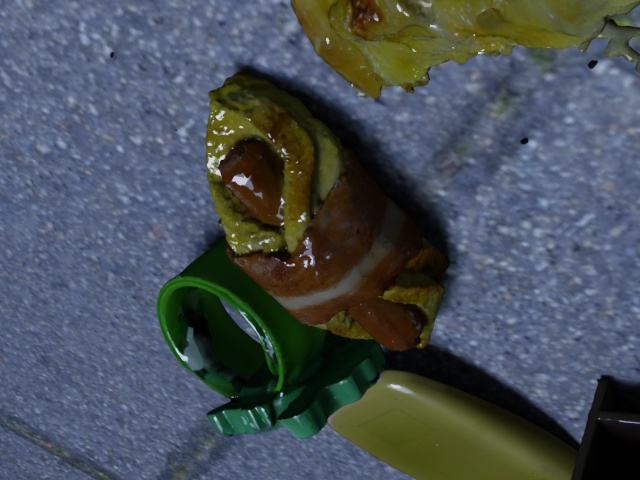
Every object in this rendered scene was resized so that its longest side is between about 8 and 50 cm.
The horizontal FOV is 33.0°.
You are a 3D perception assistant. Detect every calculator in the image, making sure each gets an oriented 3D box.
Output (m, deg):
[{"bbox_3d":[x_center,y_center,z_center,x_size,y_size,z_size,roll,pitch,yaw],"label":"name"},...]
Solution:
[{"bbox_3d":[0.110,0.176,0.935,0.236,0.033,0.157,28,146,-16],"label":"calculator"}]

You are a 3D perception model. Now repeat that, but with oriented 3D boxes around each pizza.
[{"bbox_3d":[0.062,-0.156,0.478,0.287,0.075,0.280,23,145,47],"label":"pizza"}]

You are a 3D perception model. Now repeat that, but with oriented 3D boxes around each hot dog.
[{"bbox_3d":[0.000,0.002,0.758,0.123,0.093,0.261,-29,117,38],"label":"hot dog"}]

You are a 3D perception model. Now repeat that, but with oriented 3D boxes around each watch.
[{"bbox_3d":[-0.043,0.068,0.877,0.165,0.131,0.152,-17,107,49],"label":"watch"}]

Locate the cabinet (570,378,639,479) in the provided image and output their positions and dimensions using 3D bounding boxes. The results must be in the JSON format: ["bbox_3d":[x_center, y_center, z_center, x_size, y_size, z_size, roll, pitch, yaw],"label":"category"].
[{"bbox_3d":[0.272,0.226,0.765,0.174,0.215,0.148,1,136,32],"label":"cabinet"}]
